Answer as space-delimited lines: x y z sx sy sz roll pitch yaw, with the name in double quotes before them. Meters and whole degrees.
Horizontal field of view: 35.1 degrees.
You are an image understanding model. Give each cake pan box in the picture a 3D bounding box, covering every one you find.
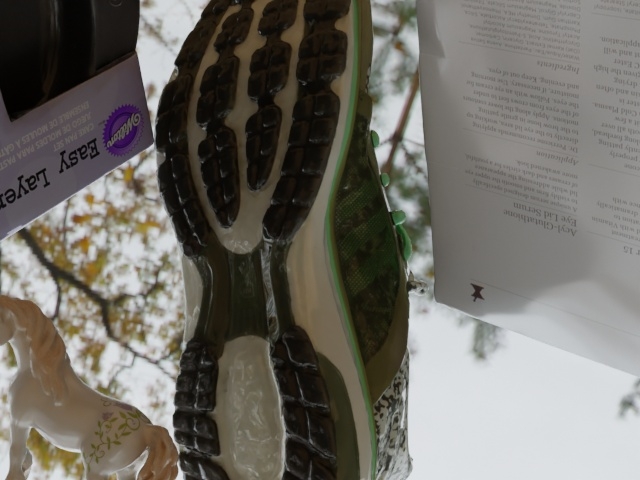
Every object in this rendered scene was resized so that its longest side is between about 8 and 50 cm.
"cake pan box" -0.213 -0.106 0.534 0.070 0.246 0.267 25 -135 31

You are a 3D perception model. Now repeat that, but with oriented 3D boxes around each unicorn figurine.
"unicorn figurine" -0.144 0.097 0.546 0.162 0.111 0.060 21 -169 5

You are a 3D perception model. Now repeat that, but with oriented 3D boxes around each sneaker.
"sneaker" 0.000 0.000 0.689 0.158 0.410 0.182 -1 176 35

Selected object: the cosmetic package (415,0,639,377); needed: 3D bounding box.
"cosmetic package" 0.226 -0.047 0.511 0.377 0.284 0.097 20 -142 36
